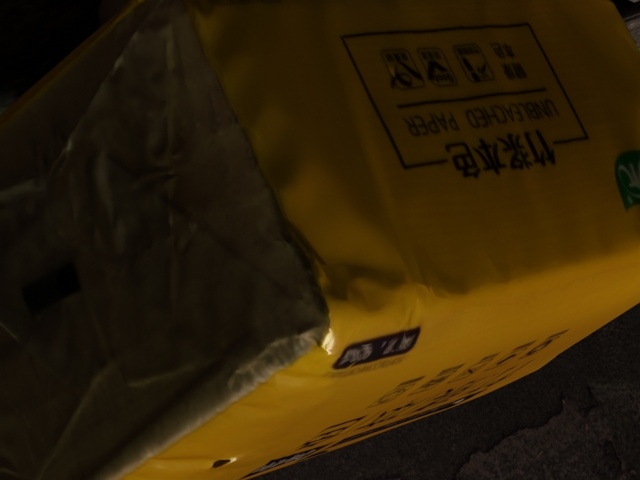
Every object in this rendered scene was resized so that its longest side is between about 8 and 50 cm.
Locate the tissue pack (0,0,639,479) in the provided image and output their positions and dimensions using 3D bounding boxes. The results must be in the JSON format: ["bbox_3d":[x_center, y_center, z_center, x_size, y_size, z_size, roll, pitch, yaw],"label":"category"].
[{"bbox_3d":[0.000,0.000,0.969,0.293,0.228,0.382,-35,166,39],"label":"tissue pack"}]

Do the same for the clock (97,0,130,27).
[{"bbox_3d":[-0.050,-0.135,0.984,0.229,0.063,0.155,-28,167,8],"label":"clock"}]

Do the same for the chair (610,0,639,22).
[{"bbox_3d":[0.123,-0.098,1.203,0.260,0.155,0.141,-22,-150,-16],"label":"chair"}]
